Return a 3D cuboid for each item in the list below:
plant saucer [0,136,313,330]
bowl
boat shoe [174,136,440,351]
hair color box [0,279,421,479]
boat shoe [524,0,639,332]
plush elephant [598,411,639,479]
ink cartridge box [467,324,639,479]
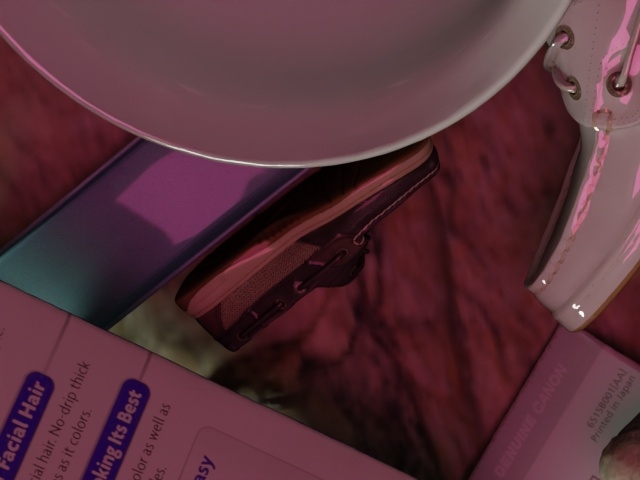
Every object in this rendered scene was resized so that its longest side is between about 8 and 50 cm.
[{"bbox_3d":[-0.093,-0.008,0.938,0.192,0.018,0.067,-38,103,11],"label":"plant saucer"},{"bbox_3d":[-0.018,-0.191,0.802,0.297,0.134,0.298,6,118,11],"label":"bowl"},{"bbox_3d":[0.000,0.000,0.922,0.152,0.056,0.049,-33,109,20],"label":"boat shoe"},{"bbox_3d":[-0.110,0.148,0.886,0.338,0.110,0.185,27,69,-13],"label":"hair color box"},{"bbox_3d":[0.142,-0.096,0.868,0.096,0.098,0.277,22,97,-5],"label":"boat shoe"},{"bbox_3d":[0.269,0.020,0.762,0.271,0.255,0.330,21,98,17],"label":"plush elephant"},{"bbox_3d":[0.166,0.213,0.975,0.239,0.060,0.275,33,104,16],"label":"ink cartridge box"}]
